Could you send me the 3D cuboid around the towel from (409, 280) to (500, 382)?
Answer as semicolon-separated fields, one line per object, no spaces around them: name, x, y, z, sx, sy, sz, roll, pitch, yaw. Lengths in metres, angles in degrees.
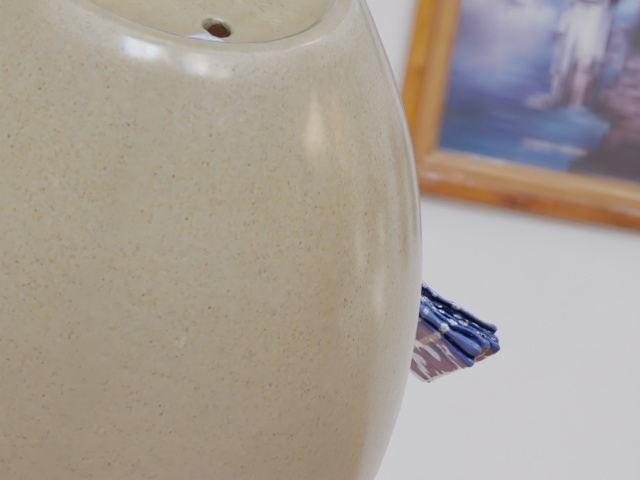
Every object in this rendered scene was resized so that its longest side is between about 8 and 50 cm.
towel;0.000;0.000;1.460;0.336;0.040;0.243;41;-12;0

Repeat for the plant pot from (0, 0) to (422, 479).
plant pot;-0.078;-0.033;0.646;0.284;0.191;0.284;13;38;-11
